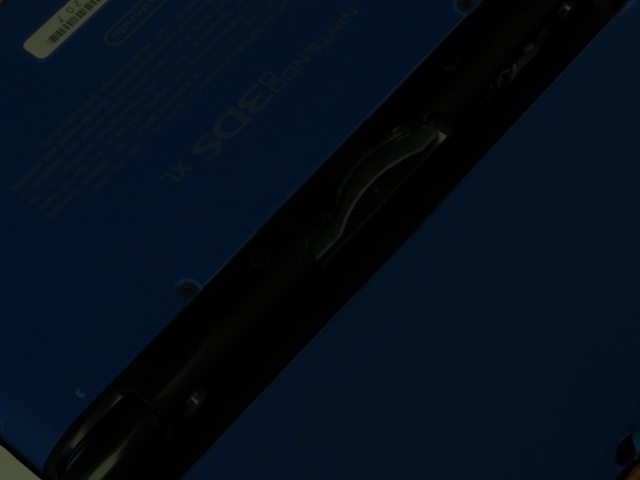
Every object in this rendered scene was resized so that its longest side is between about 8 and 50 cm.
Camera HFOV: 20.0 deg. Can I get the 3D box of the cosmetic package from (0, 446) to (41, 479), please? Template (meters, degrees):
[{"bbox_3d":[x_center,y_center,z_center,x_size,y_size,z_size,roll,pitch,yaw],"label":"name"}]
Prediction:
[{"bbox_3d":[-0.170,0.077,0.725,0.238,0.107,0.127,7,81,1],"label":"cosmetic package"}]

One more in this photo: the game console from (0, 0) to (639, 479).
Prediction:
[{"bbox_3d":[0.000,0.000,0.687,0.250,0.173,0.293,34,69,26],"label":"game console"}]

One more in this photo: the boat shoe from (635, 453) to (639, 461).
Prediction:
[{"bbox_3d":[0.124,0.030,0.788,0.302,0.091,0.114,43,56,4],"label":"boat shoe"}]
